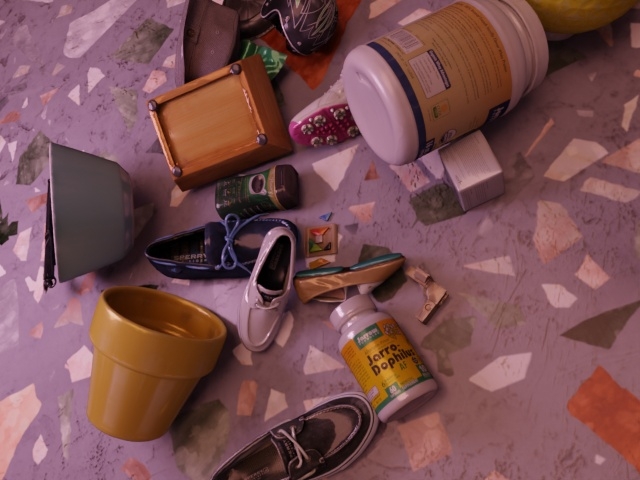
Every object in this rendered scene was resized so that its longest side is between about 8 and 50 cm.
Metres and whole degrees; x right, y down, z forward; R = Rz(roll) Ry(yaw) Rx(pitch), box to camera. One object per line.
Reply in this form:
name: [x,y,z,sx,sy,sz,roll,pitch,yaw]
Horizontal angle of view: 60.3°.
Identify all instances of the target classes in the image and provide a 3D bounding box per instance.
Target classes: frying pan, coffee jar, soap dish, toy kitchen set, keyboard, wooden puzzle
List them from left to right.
keyboard: [-0.648,-0.005,1.326,0.317,0.033,0.202,-126,46,-53]
soap dish: [-0.235,-0.262,1.236,0.290,0.118,0.229,-18,92,14]
coffee jar: [-0.134,-0.103,1.202,0.184,0.079,0.096,-11,65,19]
frying pan: [-0.138,-0.659,1.421,0.197,0.053,0.326,40,92,27]
wooden puzzle: [0.000,0.000,1.150,0.078,0.014,0.117,-14,67,16]
toy kitchen set: [0.178,0.096,1.015,0.083,0.068,0.075,37,88,28]

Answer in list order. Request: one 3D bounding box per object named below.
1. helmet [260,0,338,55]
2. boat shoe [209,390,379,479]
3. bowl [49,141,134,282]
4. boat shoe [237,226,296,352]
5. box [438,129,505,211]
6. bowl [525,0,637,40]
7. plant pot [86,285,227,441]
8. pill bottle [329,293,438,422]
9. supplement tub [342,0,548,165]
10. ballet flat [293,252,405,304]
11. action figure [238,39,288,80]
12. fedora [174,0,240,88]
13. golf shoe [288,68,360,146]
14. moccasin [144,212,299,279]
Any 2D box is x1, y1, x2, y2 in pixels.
helmet: [-0.039,-0.514,1.263,0.161,0.169,0.170,26,82,44]
boat shoe: [-0.045,0.379,0.974,0.335,0.119,0.121,-36,63,7]
bowl: [-0.515,-0.065,1.249,0.163,0.312,0.312,-4,63,-24]
boat shoe: [-0.106,0.099,1.079,0.095,0.084,0.259,10,94,-9]
box: [0.284,-0.129,1.033,0.087,0.101,0.102,-25,65,12]
bowl: [0.457,-0.478,1.039,0.289,0.156,0.290,0,57,0]
plant pot: [-0.342,0.246,1.082,0.253,0.254,0.239,25,97,27]
pill bottle: [0.104,0.203,0.978,0.117,0.117,0.209,-36,62,6]
supplement tub: [0.224,-0.299,1.007,0.316,0.228,0.228,-27,63,-8]
ballet flat: [0.060,0.078,1.078,0.232,0.080,0.073,-12,96,20]
action figure: [-0.179,-0.352,1.317,0.137,0.063,0.232,25,88,25]
fedora: [-0.262,-0.473,1.327,0.124,0.244,0.276,11,81,-5]
golf shoe: [0.066,-0.310,1.189,0.306,0.115,0.140,-25,56,3]
moccasin: [-0.215,0.024,1.167,0.341,0.117,0.138,-16,67,15]
